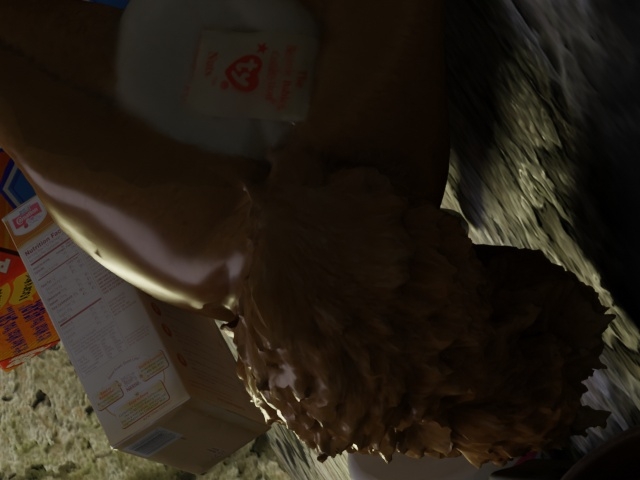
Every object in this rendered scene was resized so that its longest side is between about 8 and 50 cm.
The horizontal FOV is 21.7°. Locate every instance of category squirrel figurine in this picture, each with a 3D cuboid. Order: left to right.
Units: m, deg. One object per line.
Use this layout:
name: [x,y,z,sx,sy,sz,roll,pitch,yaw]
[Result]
squirrel figurine: [0.000,0.000,1.079,0.397,0.281,0.370,58,176,22]

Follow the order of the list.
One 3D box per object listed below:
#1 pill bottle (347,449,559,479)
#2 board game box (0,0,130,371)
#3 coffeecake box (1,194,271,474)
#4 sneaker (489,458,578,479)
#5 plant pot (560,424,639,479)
pill bottle: [0.145,0.260,1.392,0.283,0.160,0.160,65,168,-27]
board game box: [-0.225,-0.147,1.448,0.356,0.356,0.356,58,169,8]
coffeecake box: [-0.125,0.058,1.151,0.185,0.068,0.142,61,-170,23]
sneaker: [0.160,0.204,1.072,0.222,0.083,0.118,8,-95,-60]
plant pot: [0.219,0.213,0.950,0.167,0.167,0.165,50,173,42]
